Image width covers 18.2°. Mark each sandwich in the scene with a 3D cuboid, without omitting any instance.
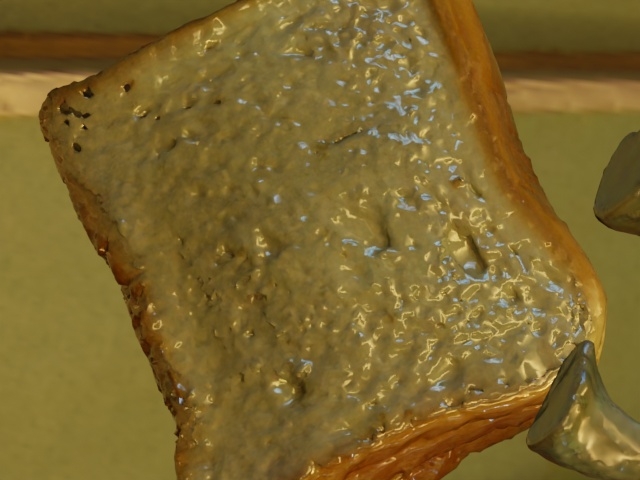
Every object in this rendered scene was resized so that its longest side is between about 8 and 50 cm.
[{"bbox_3d":[0.000,0.000,0.943,0.087,0.226,0.251,60,7,-71],"label":"sandwich"}]

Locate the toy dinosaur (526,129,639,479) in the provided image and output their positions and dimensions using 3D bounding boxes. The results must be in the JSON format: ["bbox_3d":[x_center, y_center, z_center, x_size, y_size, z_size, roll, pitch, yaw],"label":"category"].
[{"bbox_3d":[0.127,0.026,0.477,0.147,0.076,0.363,34,109,-12],"label":"toy dinosaur"}]
